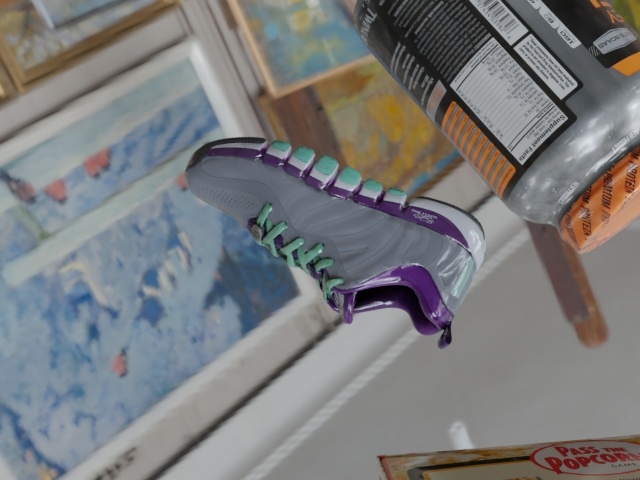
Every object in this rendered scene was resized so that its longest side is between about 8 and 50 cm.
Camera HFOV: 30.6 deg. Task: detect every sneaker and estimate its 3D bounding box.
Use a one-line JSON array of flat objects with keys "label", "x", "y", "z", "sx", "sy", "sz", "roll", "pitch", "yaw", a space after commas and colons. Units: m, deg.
[{"label": "sneaker", "x": 0.000, "y": 0.000, "z": 0.816, "sx": 0.224, "sy": 0.083, "sz": 0.098, "roll": 17, "pitch": -120, "yaw": 8}]

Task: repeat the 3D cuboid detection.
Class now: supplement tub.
[{"label": "supplement tub", "x": 0.194, "y": -0.153, "z": 1.086, "sx": 0.194, "sy": 0.316, "sz": 0.193, "roll": -36, "pitch": 165, "yaw": -11}]

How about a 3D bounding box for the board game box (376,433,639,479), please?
[{"label": "board game box", "x": 0.099, "y": 0.102, "z": 0.328, "sx": 0.147, "sy": 0.045, "sz": 0.193, "roll": -4, "pitch": -173, "yaw": -2}]
